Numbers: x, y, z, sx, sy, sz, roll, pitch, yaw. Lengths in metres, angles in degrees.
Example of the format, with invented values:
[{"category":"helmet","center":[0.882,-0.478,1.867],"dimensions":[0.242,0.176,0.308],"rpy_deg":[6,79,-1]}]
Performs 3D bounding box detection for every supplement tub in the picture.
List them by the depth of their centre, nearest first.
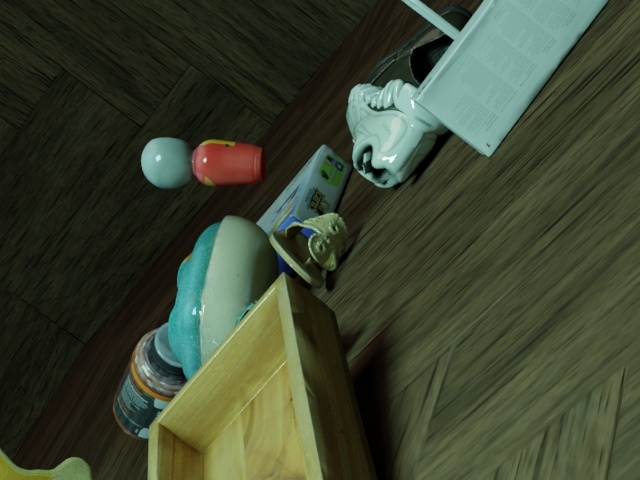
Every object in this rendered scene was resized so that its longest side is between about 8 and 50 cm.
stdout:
[{"category":"supplement tub","center":[-0.208,0.184,2.116],"dimensions":[0.106,0.106,0.198],"rpy_deg":[-60,-1,-37]}]

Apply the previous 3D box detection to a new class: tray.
[{"category":"tray","center":[-0.055,0.192,1.322],"dimensions":[0.203,0.076,0.411],"rpy_deg":[-49,17,12]}]

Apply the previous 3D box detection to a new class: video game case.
[{"category":"video game case","center":[-0.072,0.016,2.310],"dimensions":[0.269,0.061,0.244],"rpy_deg":[-49,8,28]}]

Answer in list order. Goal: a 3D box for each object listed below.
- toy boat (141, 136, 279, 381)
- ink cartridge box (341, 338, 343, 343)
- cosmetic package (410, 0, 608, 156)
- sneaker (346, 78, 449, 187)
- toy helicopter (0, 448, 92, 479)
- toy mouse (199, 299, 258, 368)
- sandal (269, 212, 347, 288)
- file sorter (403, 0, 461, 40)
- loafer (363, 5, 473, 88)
[{"category":"toy boat","center":[-0.137,0.016,1.967],"dimensions":[0.267,0.148,0.318],"rpy_deg":[-75,-15,-61]},{"category":"ink cartridge box","center":[-0.075,0.175,1.699],"dimensions":[0.186,0.065,0.311],"rpy_deg":[-56,7,-19]},{"category":"cosmetic package","center":[0.204,-0.210,1.632],"dimensions":[0.239,0.099,0.060],"rpy_deg":[-52,6,3]},{"category":"sneaker","center":[0.077,-0.127,1.980],"dimensions":[0.118,0.110,0.292],"rpy_deg":[-63,9,-3]},{"category":"toy helicopter","center":[-0.353,0.293,1.730],"dimensions":[0.235,0.355,0.140],"rpy_deg":[-38,-3,-40]},{"category":"toy mouse","center":[-0.085,0.113,1.699],"dimensions":[0.143,0.031,0.161],"rpy_deg":[-49,9,30]},{"category":"sandal","center":[-0.005,-0.005,1.973],"dimensions":[0.079,0.088,0.240],"rpy_deg":[-46,3,4]},{"category":"file sorter","center":[0.224,-0.332,1.755],"dimensions":[0.278,0.173,0.193],"rpy_deg":[-52,9,7]},{"category":"loafer","center":[0.124,-0.229,2.174],"dimensions":[0.220,0.080,0.078],"rpy_deg":[-49,9,25]}]
